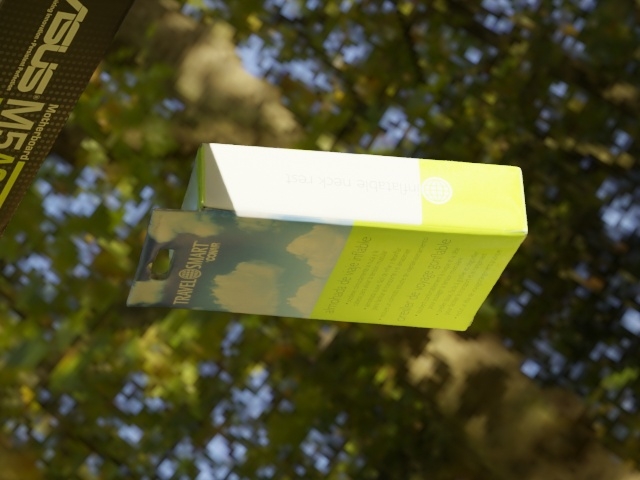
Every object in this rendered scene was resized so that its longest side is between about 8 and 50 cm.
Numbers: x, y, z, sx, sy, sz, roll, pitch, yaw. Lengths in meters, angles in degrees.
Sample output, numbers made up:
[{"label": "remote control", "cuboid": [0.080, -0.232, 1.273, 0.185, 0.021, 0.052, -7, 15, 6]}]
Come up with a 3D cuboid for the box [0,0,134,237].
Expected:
[{"label": "box", "cuboid": [-0.185, -0.142, 0.915, 0.060, 0.270, 0.216, 4, -43, -33]}]

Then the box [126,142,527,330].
[{"label": "box", "cuboid": [0.000, 0.000, 0.945, 0.178, 0.042, 0.109, 4, -29, -11]}]
